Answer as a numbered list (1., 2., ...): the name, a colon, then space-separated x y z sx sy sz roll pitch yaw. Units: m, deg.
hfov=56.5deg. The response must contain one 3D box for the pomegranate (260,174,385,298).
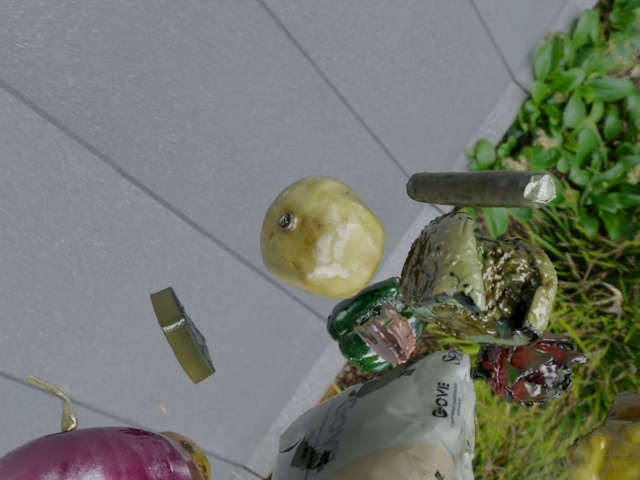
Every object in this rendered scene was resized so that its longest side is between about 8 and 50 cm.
1. pomegranate: 0.000 0.000 1.543 0.332 0.332 0.333 -15 117 -32

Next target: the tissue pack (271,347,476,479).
1. tissue pack: 0.068 0.360 0.886 0.390 0.376 0.195 -35 107 24

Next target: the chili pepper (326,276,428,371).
1. chili pepper: 0.169 0.232 1.683 0.256 0.233 0.248 -39 177 16

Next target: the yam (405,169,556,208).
1. yam: 0.281 -0.095 1.088 0.067 0.317 0.071 15 87 -33

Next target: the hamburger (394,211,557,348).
1. hamburger: 0.223 0.051 0.889 0.167 0.288 0.193 17 76 -5

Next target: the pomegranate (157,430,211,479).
1. pomegranate: -0.376 0.567 1.412 0.215 0.215 0.216 -15 117 -32

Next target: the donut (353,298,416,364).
1. donut: 0.129 0.178 1.102 0.065 0.166 0.117 -42 88 -14

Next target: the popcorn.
1. popcorn: 0.540 0.364 0.944 0.297 0.316 0.281 8 115 0

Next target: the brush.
1. brush: -0.285 0.196 1.238 0.059 0.123 0.197 -27 132 -11

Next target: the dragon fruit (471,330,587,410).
1. dragon fruit: 0.420 0.258 1.220 0.182 0.188 0.182 -40 148 -32

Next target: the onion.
1. onion: -0.348 0.400 0.907 0.358 0.358 0.345 30 59 -41
